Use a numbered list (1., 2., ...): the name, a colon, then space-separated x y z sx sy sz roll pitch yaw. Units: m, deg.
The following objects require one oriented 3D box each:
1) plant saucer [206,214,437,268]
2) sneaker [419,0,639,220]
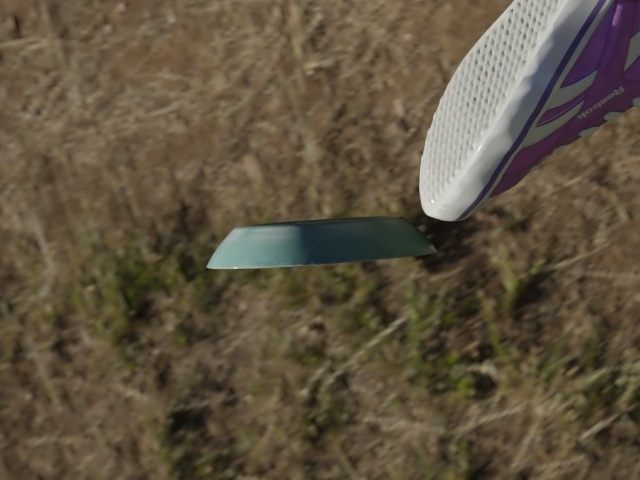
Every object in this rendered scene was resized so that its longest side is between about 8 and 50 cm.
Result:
1. plant saucer: 0.000 0.000 0.966 0.119 0.119 0.021 -3 91 33
2. sneaker: 0.189 -0.101 1.225 0.161 0.102 0.282 22 125 -22
